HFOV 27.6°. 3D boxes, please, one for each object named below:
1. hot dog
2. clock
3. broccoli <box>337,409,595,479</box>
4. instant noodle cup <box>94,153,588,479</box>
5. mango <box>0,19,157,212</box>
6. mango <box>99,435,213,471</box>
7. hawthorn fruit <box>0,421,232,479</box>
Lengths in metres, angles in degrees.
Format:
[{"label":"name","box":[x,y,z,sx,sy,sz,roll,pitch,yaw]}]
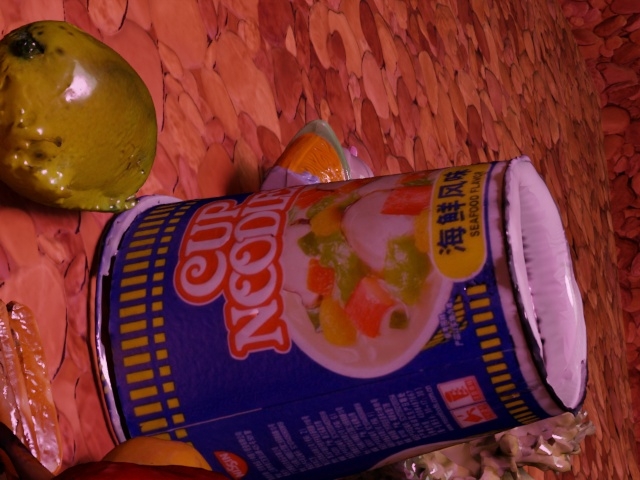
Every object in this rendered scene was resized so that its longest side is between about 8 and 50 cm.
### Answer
[{"label":"hot dog","box":[-0.197,0.095,0.814,0.056,0.041,0.133,23,49,-63]},{"label":"clock","box":[0.000,0.000,1.225,0.144,0.103,0.231,-23,119,-60]},{"label":"broccoli","box":[0.129,0.268,1.154,0.338,0.317,0.277,52,-25,23]},{"label":"instant noodle cup","box":[0.031,0.065,1.005,0.284,0.312,0.284,-13,90,-68]},{"label":"mango","box":[-0.173,-0.079,0.895,0.119,0.100,0.178,-59,153,-10]},{"label":"mango","box":[-0.113,0.227,0.857,0.130,0.092,0.194,47,40,-53]},{"label":"hawthorn fruit","box":[-0.122,0.223,0.689,0.300,0.254,0.254,54,16,19]}]
